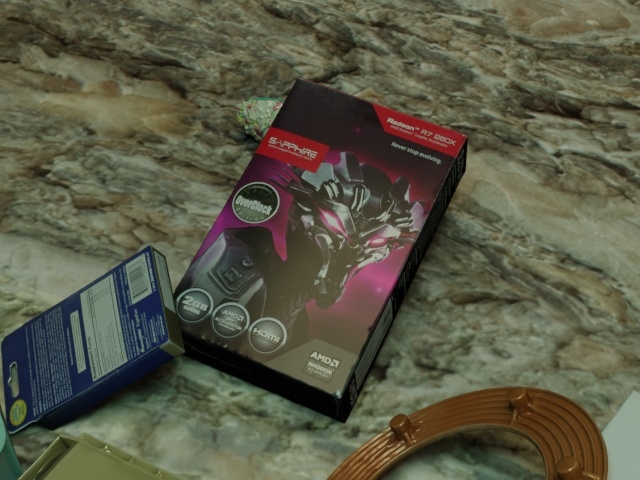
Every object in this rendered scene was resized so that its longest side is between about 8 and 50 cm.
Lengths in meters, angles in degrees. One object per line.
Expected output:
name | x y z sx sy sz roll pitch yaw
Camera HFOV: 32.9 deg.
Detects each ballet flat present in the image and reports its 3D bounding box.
ballet flat | -0.003 -0.136 1.438 0.241 0.091 0.077 9 61 8

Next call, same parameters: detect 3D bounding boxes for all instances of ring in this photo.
ring | 0.107 0.245 1.026 0.336 0.032 0.336 -26 21 11

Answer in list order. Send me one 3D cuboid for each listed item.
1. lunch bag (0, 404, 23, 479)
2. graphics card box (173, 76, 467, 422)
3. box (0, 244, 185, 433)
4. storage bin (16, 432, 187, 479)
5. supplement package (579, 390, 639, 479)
lunch bag | -0.414 0.195 1.034 0.223 0.262 0.160 -23 55 -21
graphics card box | 0.000 0.000 1.273 0.232 0.094 0.371 22 67 15
box | -0.258 0.116 1.205 0.225 0.036 0.136 -30 51 15
storage bin | -0.213 0.334 0.979 0.260 0.123 0.262 15 49 34
supplement package | 0.275 0.323 1.004 0.175 0.177 0.293 32 57 23
